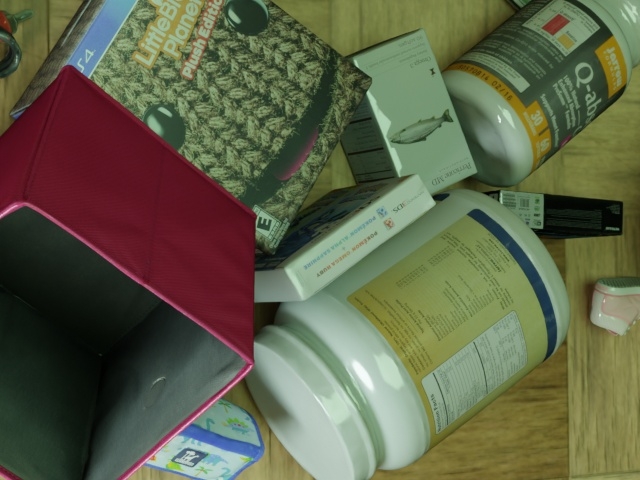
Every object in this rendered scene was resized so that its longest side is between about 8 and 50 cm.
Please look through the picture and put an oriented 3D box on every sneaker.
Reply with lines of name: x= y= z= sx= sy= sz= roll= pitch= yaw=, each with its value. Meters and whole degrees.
sneaker: x=0.399 y=0.086 z=1.727 sx=0.134 sy=0.051 sz=0.070 roll=1 pitch=106 yaw=-36

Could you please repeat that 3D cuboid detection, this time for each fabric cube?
fabric cube: x=-0.232 y=0.044 z=1.240 sx=0.259 sy=0.258 sz=0.254 roll=38 pitch=115 yaw=-23

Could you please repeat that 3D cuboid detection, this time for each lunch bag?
lunch bag: x=-0.142 y=0.197 z=1.399 sx=0.129 sy=0.151 sz=0.096 roll=21 pitch=79 yaw=-25

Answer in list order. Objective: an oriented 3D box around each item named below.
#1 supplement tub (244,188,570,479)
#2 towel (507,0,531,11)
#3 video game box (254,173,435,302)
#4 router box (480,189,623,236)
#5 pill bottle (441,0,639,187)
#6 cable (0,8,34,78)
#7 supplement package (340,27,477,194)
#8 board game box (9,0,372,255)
supplement tub: x=0.092 y=0.108 z=1.473 sx=0.316 sy=0.228 sz=0.228 roll=-33 pitch=103 yaw=-23
towel: x=0.265 y=-0.368 z=1.691 sx=0.113 sy=0.023 sz=0.152 roll=38 pitch=71 yaw=-22
video game box: x=0.000 y=0.000 z=1.445 sx=0.187 sy=0.205 sz=0.048 roll=-33 pitch=101 yaw=-24
router box: x=0.253 y=-0.029 z=1.609 sx=0.179 sy=0.133 sz=0.046 roll=4 pitch=86 yaw=-25
pill bottle: x=0.272 y=-0.202 z=1.608 sx=0.278 sy=0.162 sz=0.162 roll=-39 pitch=105 yaw=-21
cable: x=-0.422 y=-0.195 z=1.345 sx=0.287 sy=0.072 sz=0.139 roll=-29 pitch=118 yaw=-12
supplement package: x=0.087 y=-0.139 z=1.546 sx=0.105 sy=0.105 sz=0.179 roll=-26 pitch=100 yaw=-25
board game box: x=-0.134 y=-0.154 z=1.419 sx=0.291 sy=0.141 sz=0.232 roll=34 pitch=74 yaw=-21
